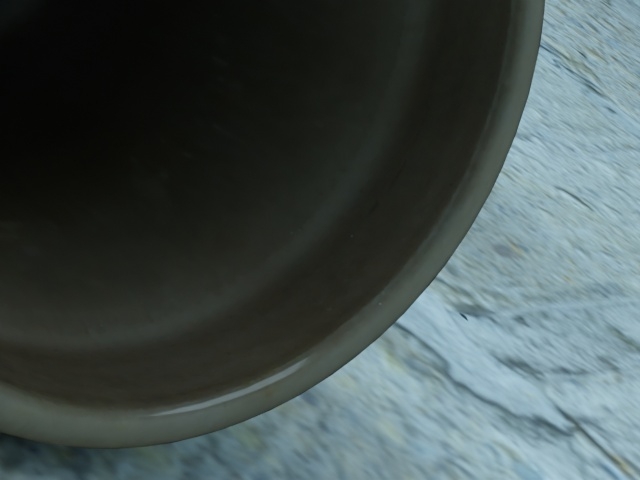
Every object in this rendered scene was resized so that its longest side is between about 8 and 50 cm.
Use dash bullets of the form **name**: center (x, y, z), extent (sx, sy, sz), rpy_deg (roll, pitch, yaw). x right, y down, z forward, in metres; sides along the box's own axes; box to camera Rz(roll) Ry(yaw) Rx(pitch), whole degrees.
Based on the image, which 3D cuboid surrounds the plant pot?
- **plant pot**: center (-0.096, -0.093, 0.592), extent (0.263, 0.263, 0.229), rpy_deg (17, 8, -41)
